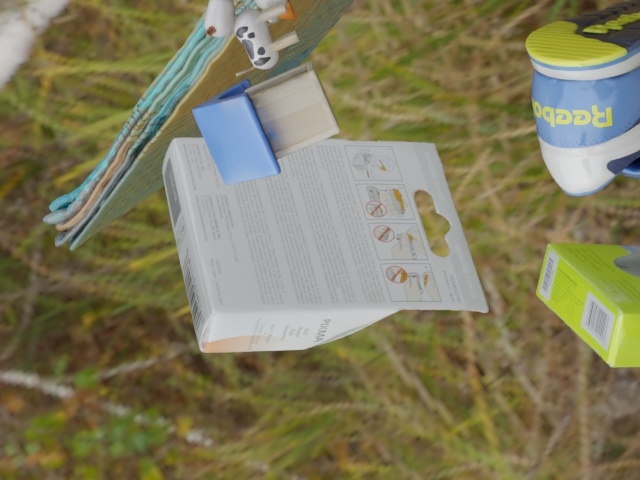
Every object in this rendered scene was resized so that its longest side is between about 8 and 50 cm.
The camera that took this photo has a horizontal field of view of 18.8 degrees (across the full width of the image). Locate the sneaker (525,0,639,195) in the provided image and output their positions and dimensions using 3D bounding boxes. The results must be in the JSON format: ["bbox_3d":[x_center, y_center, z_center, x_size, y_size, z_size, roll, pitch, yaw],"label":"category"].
[{"bbox_3d":[0.123,-0.056,0.712,0.053,0.144,0.059,10,110,41],"label":"sneaker"}]

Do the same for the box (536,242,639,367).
[{"bbox_3d":[0.241,0.042,1.235,0.109,0.178,0.042,-130,46,-59],"label":"box"}]

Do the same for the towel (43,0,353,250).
[{"bbox_3d":[-0.043,-0.156,1.438,0.040,0.271,0.370,46,133,4],"label":"towel"}]

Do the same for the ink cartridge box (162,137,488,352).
[{"bbox_3d":[0.000,0.000,1.209,0.045,0.179,0.145,114,150,-45],"label":"ink cartridge box"}]

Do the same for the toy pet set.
[{"bbox_3d":[-0.040,-0.093,0.965,0.065,0.122,0.114,-23,102,4],"label":"toy pet set"}]
